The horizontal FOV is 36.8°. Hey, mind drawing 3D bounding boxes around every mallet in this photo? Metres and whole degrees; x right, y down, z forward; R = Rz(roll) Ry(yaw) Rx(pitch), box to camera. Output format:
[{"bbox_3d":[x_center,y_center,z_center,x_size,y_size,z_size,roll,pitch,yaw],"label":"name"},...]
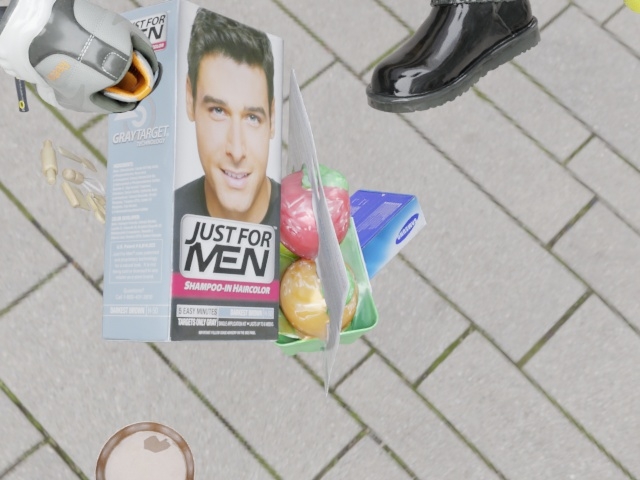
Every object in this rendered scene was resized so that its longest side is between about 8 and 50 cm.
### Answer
[{"bbox_3d":[-0.525,-0.319,1.687,0.062,0.190,0.039,-4,25,10],"label":"mallet"}]

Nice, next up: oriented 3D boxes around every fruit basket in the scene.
[{"bbox_3d":[0.000,0.000,1.306,0.165,0.353,0.327,-6,60,-13],"label":"fruit basket"}]

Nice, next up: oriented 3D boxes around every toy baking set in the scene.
[{"bbox_3d":[-0.497,-0.118,1.955,0.030,0.197,0.256,-37,41,7],"label":"toy baking set"}]

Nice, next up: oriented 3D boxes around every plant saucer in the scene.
[{"bbox_3d":[-0.296,0.391,1.625,0.168,0.029,0.168,2,73,-8],"label":"plant saucer"}]

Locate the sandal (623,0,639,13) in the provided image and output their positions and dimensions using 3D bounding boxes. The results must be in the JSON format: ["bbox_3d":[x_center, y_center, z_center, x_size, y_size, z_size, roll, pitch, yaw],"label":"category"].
[{"bbox_3d":[0.282,-0.359,0.894,0.138,0.126,0.317,34,37,-34],"label":"sandal"}]

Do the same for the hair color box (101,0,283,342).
[{"bbox_3d":[-0.144,-0.069,1.124,0.113,0.185,0.374,-4,83,36],"label":"hair color box"}]

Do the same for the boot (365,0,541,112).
[{"bbox_3d":[0.186,-0.372,1.468,0.348,0.260,0.131,-34,35,-24],"label":"boot"}]

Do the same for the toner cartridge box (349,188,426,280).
[{"bbox_3d":[0.037,0.031,1.882,0.165,0.075,0.348,11,45,47],"label":"toner cartridge box"}]

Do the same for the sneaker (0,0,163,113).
[{"bbox_3d":[-0.184,-0.144,0.814,0.108,0.271,0.100,30,93,-1],"label":"sneaker"}]
